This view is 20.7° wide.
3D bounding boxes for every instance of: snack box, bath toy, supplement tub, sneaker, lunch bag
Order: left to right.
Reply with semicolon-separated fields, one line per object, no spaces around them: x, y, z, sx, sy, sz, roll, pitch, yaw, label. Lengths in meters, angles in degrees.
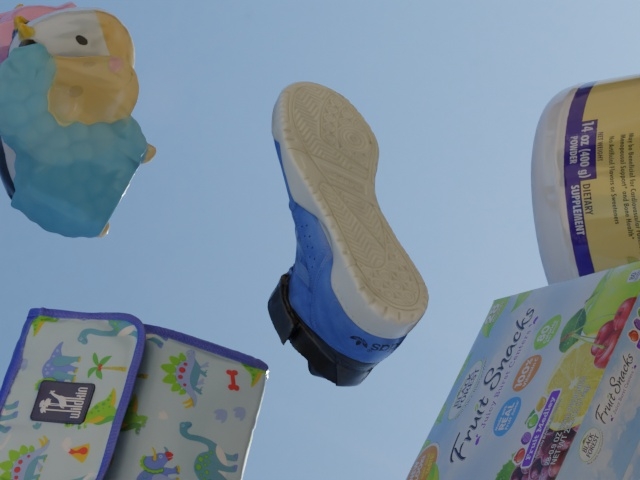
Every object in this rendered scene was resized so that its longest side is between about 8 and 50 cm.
-0.209;-0.114;1.301;0.129;0.151;0.348;29;-176;-20;bath toy
-0.119;0.116;1.032;0.151;0.096;0.129;19;-122;-6;lunch bag
-0.001;0.000;0.864;0.058;0.085;0.152;-2;-125;-33;sneaker
0.160;0.114;1.205;0.070;0.207;0.174;35;-113;-15;snack box
0.369;-0.039;1.485;0.241;0.331;0.241;29;-123;-58;supplement tub
